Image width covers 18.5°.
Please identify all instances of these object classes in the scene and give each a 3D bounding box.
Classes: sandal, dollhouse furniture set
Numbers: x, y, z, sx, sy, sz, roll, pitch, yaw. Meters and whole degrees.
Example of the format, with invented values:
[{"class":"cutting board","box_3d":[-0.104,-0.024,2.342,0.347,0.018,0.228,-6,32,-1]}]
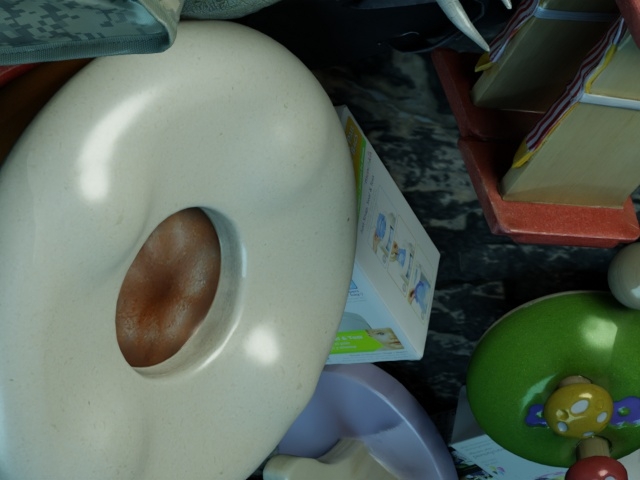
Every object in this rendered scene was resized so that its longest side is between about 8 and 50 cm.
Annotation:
[{"class":"sandal","box_3d":[0.060,-0.154,1.309,0.254,0.054,0.097,-18,136,38]},{"class":"dollhouse furniture set","box_3d":[0.284,-0.104,1.254,0.374,0.152,0.201,4,144,-27]}]

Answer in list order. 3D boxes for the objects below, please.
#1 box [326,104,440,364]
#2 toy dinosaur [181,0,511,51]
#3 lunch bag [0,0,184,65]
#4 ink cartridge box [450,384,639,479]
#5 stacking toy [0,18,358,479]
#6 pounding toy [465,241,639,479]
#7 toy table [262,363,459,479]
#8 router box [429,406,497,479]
[{"class":"box","box_3d":[0.000,0.000,1.518,0.114,0.103,0.203,-5,143,25]},{"class":"toy dinosaur","box_3d":[-0.034,-0.195,1.184,0.313,0.160,0.121,-6,142,25]},{"class":"lunch bag","box_3d":[-0.206,-0.224,1.128,0.287,0.235,0.169,-3,142,24]},{"class":"ink cartridge box","box_3d":[0.225,0.191,1.762,0.115,0.067,0.198,-22,133,40]},{"class":"stacking toy","box_3d":[-0.245,-0.026,1.379,0.480,0.351,0.351,21,156,36]},{"class":"pounding toy","box_3d":[0.230,0.127,1.569,0.183,0.110,0.237,34,122,-27]},{"class":"toy table","box_3d":[0.020,0.257,1.777,0.252,0.161,0.274,-5,123,34]},{"class":"router box","box_3d":[0.118,0.220,1.864,0.179,0.046,0.133,-22,134,42]}]
